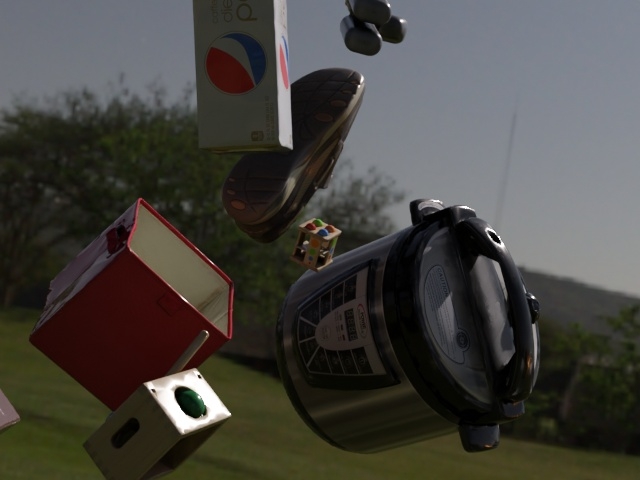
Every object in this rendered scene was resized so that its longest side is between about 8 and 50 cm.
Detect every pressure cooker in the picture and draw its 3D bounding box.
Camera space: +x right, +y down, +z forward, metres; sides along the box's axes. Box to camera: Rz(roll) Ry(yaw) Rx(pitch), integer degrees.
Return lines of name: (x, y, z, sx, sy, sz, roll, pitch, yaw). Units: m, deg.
pressure cooker: (0.177, 0.153, 2.066, 0.420, 0.375, 0.370, -22, -63, 40)

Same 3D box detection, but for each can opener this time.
can opener: (0.068, -0.277, 1.485, 0.093, 0.074, 0.280, 15, 15, -1)

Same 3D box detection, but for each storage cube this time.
storage cube: (-0.251, 0.097, 1.639, 0.215, 0.193, 0.184, 45, 14, -19)

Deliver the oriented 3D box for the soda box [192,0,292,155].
soda box: (-0.068, -0.184, 1.039, 0.073, 0.216, 0.069, -2, 0, 8)

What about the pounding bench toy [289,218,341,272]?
pounding bench toy: (0.000, 0.000, 1.853, 0.052, 0.065, 0.083, 25, 25, 19)

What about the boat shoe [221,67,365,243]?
boat shoe: (-0.040, -0.144, 1.998, 0.132, 0.355, 0.130, 24, -28, 27)

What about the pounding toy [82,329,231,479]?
pounding toy: (-0.174, 0.188, 1.332, 0.100, 0.141, 0.130, 50, 21, 14)

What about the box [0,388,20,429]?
box: (-0.561, 0.245, 1.714, 0.167, 0.168, 0.203, -35, -2, -4)
